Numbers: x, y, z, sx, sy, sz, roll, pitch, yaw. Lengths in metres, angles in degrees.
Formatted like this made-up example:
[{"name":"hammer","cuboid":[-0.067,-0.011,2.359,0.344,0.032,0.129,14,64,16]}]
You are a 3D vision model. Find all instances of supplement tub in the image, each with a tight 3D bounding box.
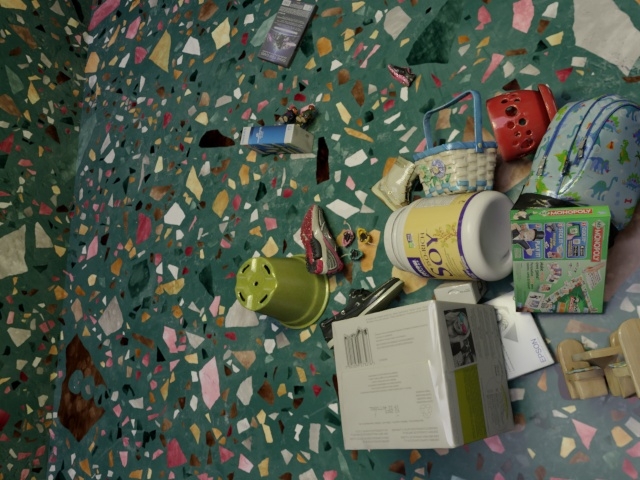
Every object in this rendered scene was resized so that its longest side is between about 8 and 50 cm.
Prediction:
[{"name":"supplement tub","cuboid":[0.368,-0.009,1.497,0.331,0.241,0.241,-3,77,52]}]

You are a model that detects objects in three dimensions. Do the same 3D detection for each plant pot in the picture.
[{"name":"plant pot","cuboid":[0.579,-0.338,1.495,0.174,0.191,0.191,-19,69,22]},{"name":"plant pot","cuboid":[-0.149,0.163,1.841,0.276,0.254,0.276,-9,74,33]}]

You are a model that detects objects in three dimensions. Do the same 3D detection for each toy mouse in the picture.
[{"name":"toy mouse","cuboid":[0.116,0.016,1.826,0.143,0.031,0.161,-52,53,22]}]

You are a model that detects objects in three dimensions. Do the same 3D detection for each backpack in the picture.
[{"name":"backpack","cuboid":[0.682,-0.188,1.337,0.273,0.290,0.356,-23,46,66]}]

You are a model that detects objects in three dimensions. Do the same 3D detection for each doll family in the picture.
[{"name":"doll family","cuboid":[-0.096,-0.480,2.045,0.193,0.076,0.111,11,50,28]}]

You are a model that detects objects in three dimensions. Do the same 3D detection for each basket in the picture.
[{"name":"basket","cuboid":[0.396,-0.270,1.559,0.255,0.201,0.289,164,105,-69]}]

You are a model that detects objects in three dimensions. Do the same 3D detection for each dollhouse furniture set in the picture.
[{"name":"dollhouse furniture set","cuboid":[0.757,0.185,1.158,0.394,0.362,0.256,-11,72,3]}]

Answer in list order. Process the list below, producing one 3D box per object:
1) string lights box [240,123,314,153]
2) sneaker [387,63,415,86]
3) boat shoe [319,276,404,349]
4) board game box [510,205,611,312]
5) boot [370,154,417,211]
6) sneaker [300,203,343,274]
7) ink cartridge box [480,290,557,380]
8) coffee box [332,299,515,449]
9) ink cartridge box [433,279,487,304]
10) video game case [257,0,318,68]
[{"name":"string lights box","cuboid":[-0.170,-0.392,2.055,0.259,0.133,0.077,5,83,36]},{"name":"sneaker","cuboid":[0.285,-0.587,1.845,0.057,0.047,0.119,-42,62,3]},{"name":"boat shoe","cuboid":[0.123,0.212,1.720,0.340,0.127,0.113,-47,66,25]},{"name":"board game box","cuboid":[0.591,0.058,1.314,0.213,0.317,0.046,-2,39,20]},{"name":"boot","cuboid":[0.282,-0.169,1.728,0.165,0.077,0.213,-51,54,12]},{"name":"sneaker","cuboid":[0.000,0.000,1.869,0.121,0.112,0.299,123,147,-46]},{"name":"ink cartridge box","cuboid":[0.506,0.279,1.487,0.224,0.045,0.223,-31,63,26]},{"name":"coffee box","cuboid":[0.274,0.361,1.424,0.337,0.334,0.338,-19,70,40]},{"name":"ink cartridge box","cuboid":[0.405,0.142,1.517,0.109,0.150,0.063,-14,94,32]},{"name":"video game case","cuboid":[-0.142,-0.872,2.213,0.196,0.026,0.274,31,98,36]}]
